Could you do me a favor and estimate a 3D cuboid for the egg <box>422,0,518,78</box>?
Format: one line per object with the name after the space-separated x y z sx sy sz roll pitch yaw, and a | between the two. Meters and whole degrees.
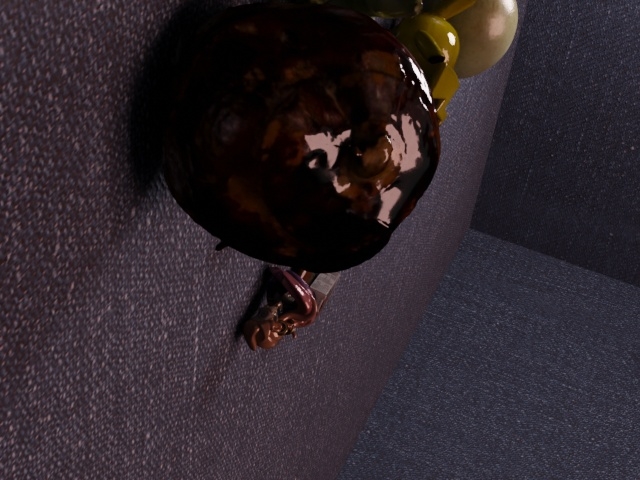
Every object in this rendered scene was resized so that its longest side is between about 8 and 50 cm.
0.304 -0.459 2.276 0.295 0.218 0.218 113 3 -67 | egg

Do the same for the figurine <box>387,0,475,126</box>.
0.196 -0.333 2.124 0.218 0.169 0.326 -62 166 -46 | figurine

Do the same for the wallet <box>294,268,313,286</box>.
0.000 0.000 2.124 0.137 0.031 0.255 72 42 -76 | wallet

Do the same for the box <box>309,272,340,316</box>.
0.001 0.104 2.188 0.218 0.039 0.055 -49 164 -77 | box

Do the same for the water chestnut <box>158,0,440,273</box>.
-0.039 -0.143 1.294 0.347 0.335 0.335 -119 -144 -54 | water chestnut

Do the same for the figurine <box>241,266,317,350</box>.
-0.070 0.132 1.882 0.114 0.126 0.157 35 69 -31 | figurine

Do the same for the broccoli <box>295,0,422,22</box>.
0.020 -0.351 1.406 0.254 0.186 0.302 -42 -165 34 | broccoli
